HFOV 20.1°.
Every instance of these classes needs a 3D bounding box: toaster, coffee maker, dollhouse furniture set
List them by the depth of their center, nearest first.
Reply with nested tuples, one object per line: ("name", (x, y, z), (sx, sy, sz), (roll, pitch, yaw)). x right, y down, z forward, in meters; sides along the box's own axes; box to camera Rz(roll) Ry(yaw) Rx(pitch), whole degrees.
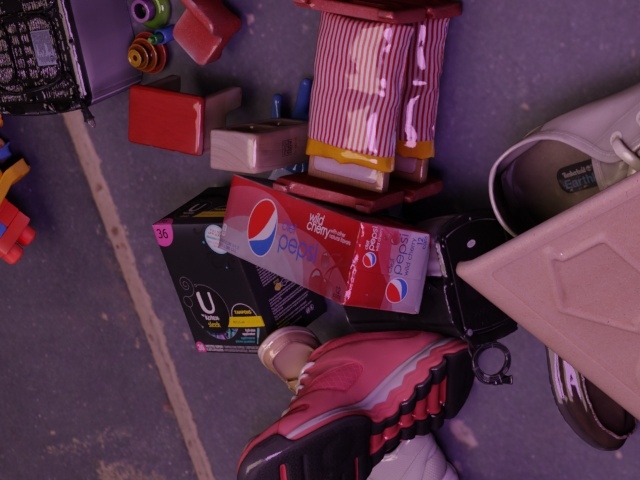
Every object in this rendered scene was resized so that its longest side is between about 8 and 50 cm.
("coffee maker", (0.106, 0.055, 1.823), (0.178, 0.120, 0.171), (-3, 79, 55))
("dollhouse furniture set", (-0.053, -0.163, 1.844), (0.374, 0.152, 0.201), (13, 106, 32))
("toaster", (-0.306, -0.226, 2.066), (0.168, 0.110, 0.186), (-1, 107, 39))

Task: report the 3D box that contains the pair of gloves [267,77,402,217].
("pair of gloves", (0.016, -0.079, 1.940), (0.198, 0.023, 0.159), (38, 126, 18))

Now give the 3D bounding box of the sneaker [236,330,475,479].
("sneaker", (0.016, 0.174, 1.868), (0.136, 0.314, 0.116), (31, 134, 36))

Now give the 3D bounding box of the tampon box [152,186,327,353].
("tampon box", (-0.089, 0.031, 1.997), (0.120, 0.101, 0.161), (-2, 115, 42))

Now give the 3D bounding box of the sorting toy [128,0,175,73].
("sorting toy", (-0.194, -0.232, 2.022), (0.061, 0.042, 0.102), (14, 116, 33))

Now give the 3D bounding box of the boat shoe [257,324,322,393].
("boat shoe", (-0.008, 0.143, 1.966), (0.063, 0.170, 0.059), (-45, 56, 6))

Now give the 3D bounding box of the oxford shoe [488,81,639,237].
("oxford shoe", (0.331, -0.089, 1.624), (0.449, 0.130, 0.169), (-22, 93, 40))

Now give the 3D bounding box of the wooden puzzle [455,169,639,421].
("wooden puzzle", (0.348, 0.040, 1.619), (0.322, 0.080, 0.348), (38, 137, -25))

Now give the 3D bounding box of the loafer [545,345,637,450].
("loafer", (0.267, 0.104, 1.783), (0.078, 0.080, 0.220), (-16, 98, 41))

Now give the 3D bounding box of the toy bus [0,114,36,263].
("toy bus", (-0.430, -0.075, 2.199), (0.211, 0.220, 0.149), (38, 148, -20))

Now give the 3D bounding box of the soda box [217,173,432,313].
("soda box", (0.000, 0.000, 1.805), (0.263, 0.092, 0.083), (21, 101, 57))

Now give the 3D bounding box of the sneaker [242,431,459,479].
("sneaker", (0.023, 0.223, 1.998), (0.262, 0.099, 0.121), (1, 129, 29))
